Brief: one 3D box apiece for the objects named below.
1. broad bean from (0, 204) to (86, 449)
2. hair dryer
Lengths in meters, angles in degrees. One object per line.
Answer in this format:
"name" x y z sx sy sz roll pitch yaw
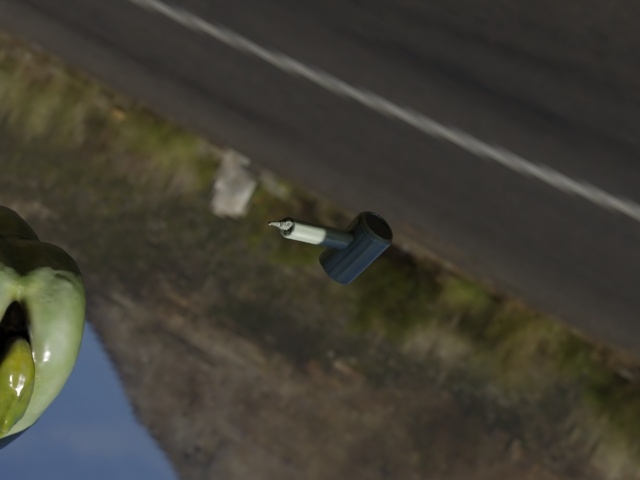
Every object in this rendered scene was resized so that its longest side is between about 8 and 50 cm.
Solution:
"broad bean" -0.219 0.062 1.185 0.100 0.169 0.228 9 -173 -20
"hair dryer" 0.000 0.000 1.574 0.124 0.063 0.038 12 -138 -43
